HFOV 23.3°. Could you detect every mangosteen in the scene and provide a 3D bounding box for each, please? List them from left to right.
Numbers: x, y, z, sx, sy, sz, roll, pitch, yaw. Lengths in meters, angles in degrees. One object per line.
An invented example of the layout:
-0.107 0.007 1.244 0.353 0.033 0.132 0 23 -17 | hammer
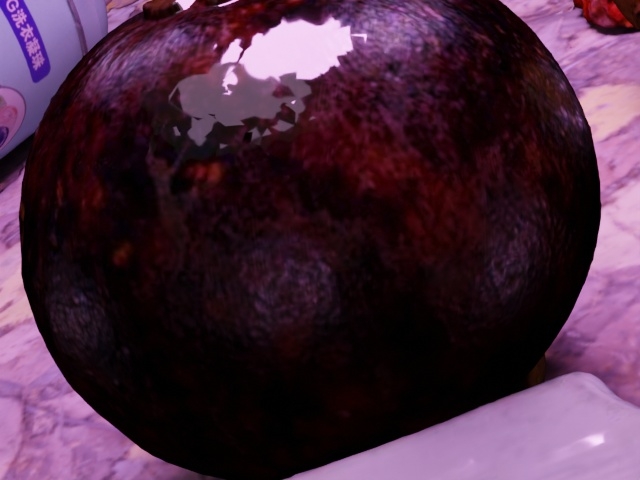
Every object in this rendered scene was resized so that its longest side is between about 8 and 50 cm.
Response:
0.000 0.000 0.747 0.288 0.288 0.288 -19 30 12 | mangosteen

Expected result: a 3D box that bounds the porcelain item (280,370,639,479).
0.054 0.199 0.500 0.281 0.157 0.286 -21 28 5 | porcelain item

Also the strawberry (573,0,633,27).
0.269 -0.255 1.116 0.236 0.111 0.190 -37 33 -18 | strawberry

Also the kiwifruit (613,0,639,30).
0.277 -0.205 0.952 0.234 0.196 0.196 -40 31 -12 | kiwifruit

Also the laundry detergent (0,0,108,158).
-0.353 -0.180 1.303 0.287 0.287 0.305 10 46 47 | laundry detergent
